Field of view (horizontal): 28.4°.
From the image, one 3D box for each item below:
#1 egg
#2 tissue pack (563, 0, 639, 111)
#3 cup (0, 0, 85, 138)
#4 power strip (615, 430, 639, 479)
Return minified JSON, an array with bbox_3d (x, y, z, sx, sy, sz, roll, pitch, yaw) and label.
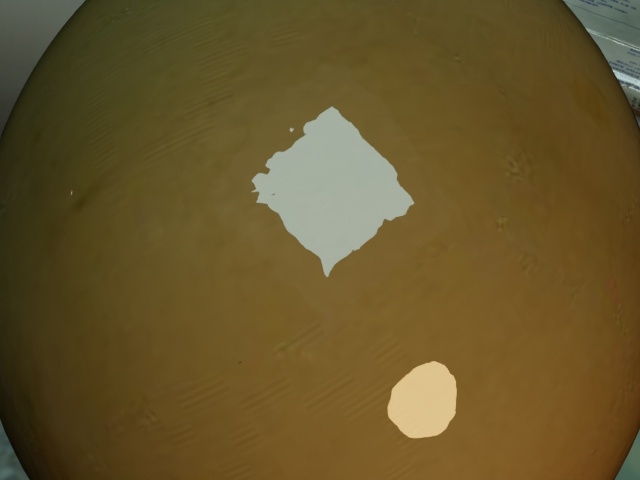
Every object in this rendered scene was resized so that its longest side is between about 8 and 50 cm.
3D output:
[{"bbox_3d":[0.000,0.000,0.581,0.301,0.301,0.374,0,36,-2],"label":"egg"},{"bbox_3d":[0.236,-0.146,0.948,0.193,0.026,0.122,25,57,16],"label":"tissue pack"},{"bbox_3d":[-0.166,-0.141,0.849,0.200,0.191,0.253,16,24,14],"label":"cup"},{"bbox_3d":[0.175,0.096,0.698,0.229,0.141,0.261,-1,50,-1],"label":"power strip"}]
